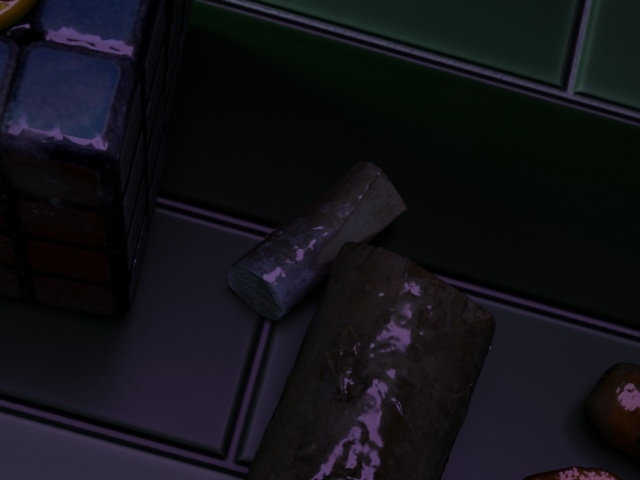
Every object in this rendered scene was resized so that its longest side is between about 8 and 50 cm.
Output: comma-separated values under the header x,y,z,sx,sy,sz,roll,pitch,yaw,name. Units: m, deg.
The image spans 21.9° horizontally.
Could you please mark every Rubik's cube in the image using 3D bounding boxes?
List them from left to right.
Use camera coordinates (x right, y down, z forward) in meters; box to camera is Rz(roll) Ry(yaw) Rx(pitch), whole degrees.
x,y,z,sx,sy,sz,roll,pitch,yaw,name
-0.290,-0.168,1.357,0.345,0.343,0.337,11,67,-3,Rubik's cube

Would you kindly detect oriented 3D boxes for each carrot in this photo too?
x,y,z,sx,sy,sz,roll,pitch,yaw,name
0.364,0.211,1.452,0.298,0.078,0.078,34,68,1,carrot

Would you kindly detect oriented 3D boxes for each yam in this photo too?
x,y,z,sx,sy,sz,roll,pitch,yaw,name
0.000,0.000,1.483,0.169,0.068,0.068,-40,78,-19,yam
0.043,0.137,1.382,0.161,0.161,0.268,24,67,2,yam

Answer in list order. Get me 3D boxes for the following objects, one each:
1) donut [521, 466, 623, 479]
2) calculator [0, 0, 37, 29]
x,y,z,sx,sy,sz,roll,pitch,yaw,name
0.211,0.266,1.410,0.152,0.058,0.152,2,68,-6,donut
-0.257,-0.253,1.194,0.146,0.032,0.234,2,69,-7,calculator
